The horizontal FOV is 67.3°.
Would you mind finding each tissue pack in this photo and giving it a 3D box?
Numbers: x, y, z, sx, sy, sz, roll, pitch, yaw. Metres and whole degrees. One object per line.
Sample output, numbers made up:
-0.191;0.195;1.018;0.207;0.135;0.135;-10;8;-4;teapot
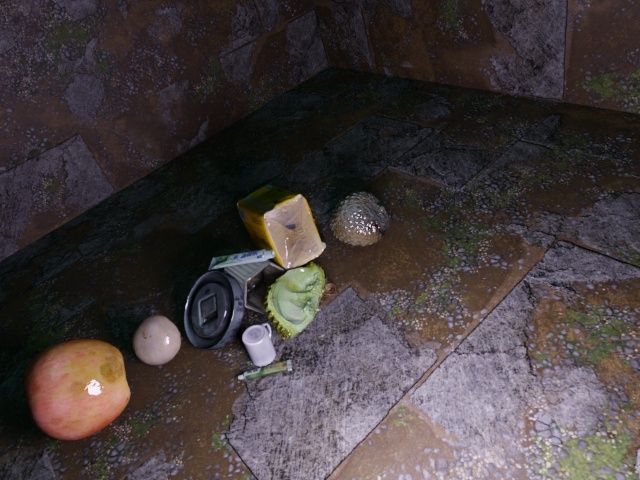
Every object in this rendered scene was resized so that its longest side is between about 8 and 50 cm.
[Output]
-0.185;-0.069;2.145;0.228;0.293;0.382;-28;23;-17;tissue pack

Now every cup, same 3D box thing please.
-0.233;0.383;1.819;0.099;0.133;0.136;-15;38;-1;cup

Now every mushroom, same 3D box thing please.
-0.653;0.401;1.960;0.204;0.204;0.204;-12;38;9;mushroom

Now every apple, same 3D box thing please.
-0.872;0.525;1.748;0.363;0.364;0.364;-12;38;9;apple

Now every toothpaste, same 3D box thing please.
-0.324;0.075;1.967;0.296;0.048;0.075;-10;41;21;toothpaste
-0.204;0.481;1.770;0.204;0.031;0.049;-14;38;2;toothpaste

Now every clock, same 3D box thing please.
-0.432;0.281;1.942;0.318;0.066;0.319;-13;69;37;clock

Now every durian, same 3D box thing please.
-0.100;0.218;1.904;0.198;0.163;0.394;-17;30;39;durian

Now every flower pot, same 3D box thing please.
-0.278;0.170;2.034;0.209;0.239;0.189;-11;27;-40;flower pot

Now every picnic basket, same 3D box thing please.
0.035;0.206;1.970;0.072;0.072;0.083;-29;30;-12;picnic basket

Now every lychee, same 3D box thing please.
0.176;-0.090;2.152;0.274;0.255;0.255;-36;27;34;lychee

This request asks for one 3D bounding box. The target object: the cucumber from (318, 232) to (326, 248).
0.000;0.000;2.258;0.048;0.048;0.105;-16;33;4;cucumber
